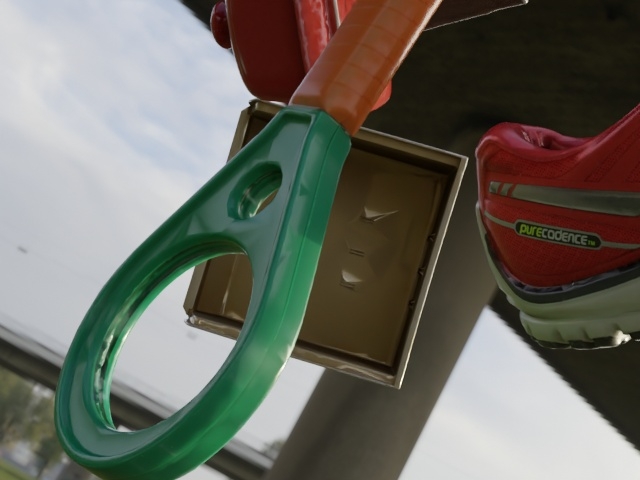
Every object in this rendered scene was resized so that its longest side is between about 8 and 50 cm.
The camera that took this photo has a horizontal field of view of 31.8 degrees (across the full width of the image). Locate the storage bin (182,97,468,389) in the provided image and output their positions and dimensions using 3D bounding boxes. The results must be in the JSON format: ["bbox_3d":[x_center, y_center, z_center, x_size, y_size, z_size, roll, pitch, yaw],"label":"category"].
[{"bbox_3d":[0.000,0.000,1.274,0.260,0.262,0.123,16,0,2],"label":"storage bin"}]

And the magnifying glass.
[{"bbox_3d":[-0.013,-0.020,0.384,0.026,0.231,0.092,40,-15,-36],"label":"magnifying glass"}]

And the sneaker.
[{"bbox_3d":[0.170,-0.048,0.380,0.279,0.107,0.118,-23,-92,32],"label":"sneaker"}]

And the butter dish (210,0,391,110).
[{"bbox_3d":[-0.024,-0.162,0.813,0.118,0.159,0.160,-4,13,23],"label":"butter dish"}]

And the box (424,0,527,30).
[{"bbox_3d":[0.062,-0.295,0.998,0.203,0.168,0.167,-9,-28,32],"label":"box"}]
